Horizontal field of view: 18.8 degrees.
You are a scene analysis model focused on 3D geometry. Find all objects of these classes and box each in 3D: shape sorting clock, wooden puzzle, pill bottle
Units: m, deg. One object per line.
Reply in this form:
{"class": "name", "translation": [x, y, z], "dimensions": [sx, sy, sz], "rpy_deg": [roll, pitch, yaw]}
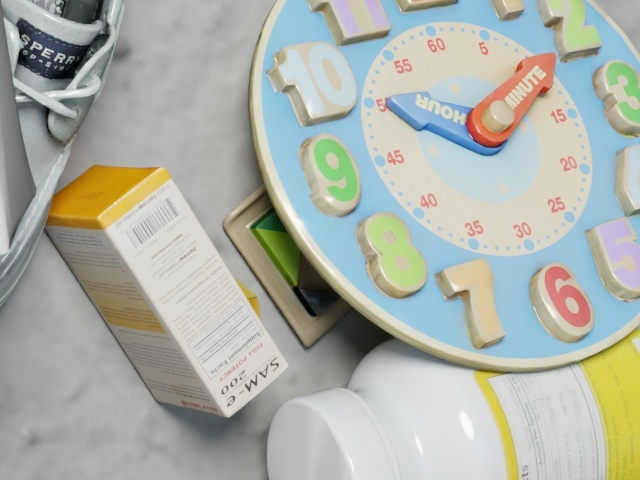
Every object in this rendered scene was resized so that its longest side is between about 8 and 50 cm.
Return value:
{"class": "shape sorting clock", "translation": [0.067, -0.043, 0.815], "dimensions": [0.206, 0.040, 0.206], "rpy_deg": [11, 59, -19]}
{"class": "wooden puzzle", "translation": [0.000, 0.000, 0.830], "dimensions": [0.116, 0.014, 0.078], "rpy_deg": [-48, 115, -20]}
{"class": "pill bottle", "translation": [0.074, 0.084, 0.828], "dimensions": [0.184, 0.103, 0.103], "rpy_deg": [-11, 99, -29]}

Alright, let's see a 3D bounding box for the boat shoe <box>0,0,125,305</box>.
{"class": "boat shoe", "translation": [-0.115, -0.079, 0.716], "dimensions": [0.079, 0.081, 0.227], "rpy_deg": [13, 86, -31]}

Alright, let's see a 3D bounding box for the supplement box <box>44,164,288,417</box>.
{"class": "supplement box", "translation": [-0.063, 0.019, 0.766], "dimensions": [0.036, 0.062, 0.098], "rpy_deg": [-40, 113, -24]}

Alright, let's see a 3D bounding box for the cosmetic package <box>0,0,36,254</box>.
{"class": "cosmetic package", "translation": [-0.210, -0.166, 0.582], "dimensions": [0.197, 0.155, 0.365], "rpy_deg": [-10, 97, -5]}
